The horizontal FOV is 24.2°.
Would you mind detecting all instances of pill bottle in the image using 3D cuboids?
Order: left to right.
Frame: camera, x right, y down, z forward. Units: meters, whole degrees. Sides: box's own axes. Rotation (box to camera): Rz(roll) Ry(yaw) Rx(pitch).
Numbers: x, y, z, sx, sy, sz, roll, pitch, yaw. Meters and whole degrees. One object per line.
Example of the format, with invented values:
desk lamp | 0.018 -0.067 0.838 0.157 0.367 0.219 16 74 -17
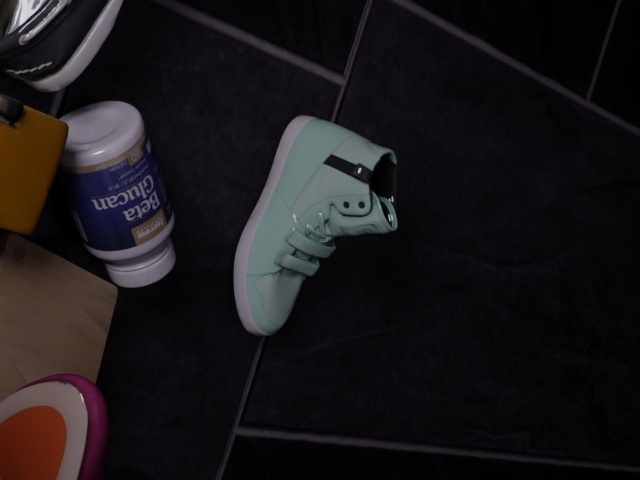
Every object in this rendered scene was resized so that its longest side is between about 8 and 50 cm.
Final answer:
pill bottle | -0.193 -0.040 1.424 0.094 0.094 0.169 -44 136 -32

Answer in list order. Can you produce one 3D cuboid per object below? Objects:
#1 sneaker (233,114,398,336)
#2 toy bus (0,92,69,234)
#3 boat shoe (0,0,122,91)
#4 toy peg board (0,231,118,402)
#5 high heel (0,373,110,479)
sneaker | 0.000 -0.001 1.643 0.094 0.151 0.256 10 98 -55
toy bus | -0.346 -0.095 1.173 0.333 0.130 0.108 21 89 -54
boat shoe | -0.198 -0.277 1.302 0.091 0.114 0.302 36 75 -58
toy peg board | -0.285 0.093 1.396 0.161 0.079 0.160 35 61 -53
high heel | -0.223 0.211 1.373 0.181 0.127 0.377 -20 159 -39
